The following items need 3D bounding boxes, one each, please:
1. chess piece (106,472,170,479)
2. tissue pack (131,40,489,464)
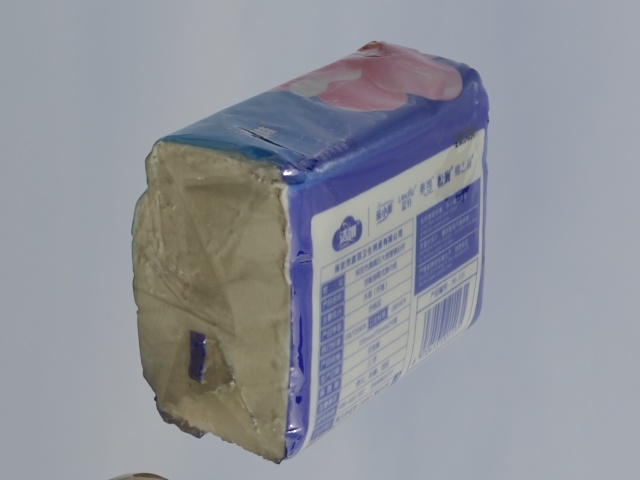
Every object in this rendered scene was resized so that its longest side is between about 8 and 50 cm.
[{"bbox_3d":[-0.162,0.216,0.967,0.307,0.138,0.124,-45,-141,32],"label":"chess piece"},{"bbox_3d":[0.000,0.000,1.237,0.137,0.269,0.209,10,-66,29],"label":"tissue pack"}]
